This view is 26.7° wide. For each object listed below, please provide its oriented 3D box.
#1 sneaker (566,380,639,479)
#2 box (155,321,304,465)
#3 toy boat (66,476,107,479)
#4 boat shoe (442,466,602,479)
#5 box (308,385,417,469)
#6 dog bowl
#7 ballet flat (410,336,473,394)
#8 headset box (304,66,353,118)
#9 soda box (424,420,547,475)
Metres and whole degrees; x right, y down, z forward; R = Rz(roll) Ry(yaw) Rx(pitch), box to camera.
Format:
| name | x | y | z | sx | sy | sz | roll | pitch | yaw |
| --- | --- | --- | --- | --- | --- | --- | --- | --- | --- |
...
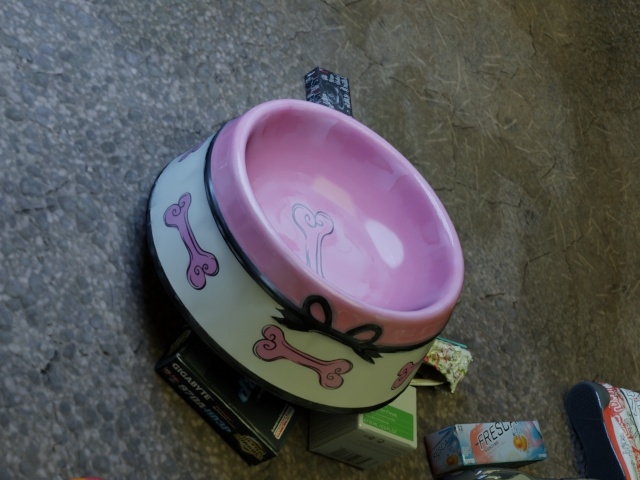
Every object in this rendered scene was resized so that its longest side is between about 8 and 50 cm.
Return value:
| name | x | y | z | sx | sy | sz | roll | pitch | yaw |
| --- | --- | --- | --- | --- | --- | --- | --- | --- | --- |
| sneaker | 0.467 | 0.347 | 2.049 | 0.145 | 0.090 | 0.270 | 12 | 58 | -38 |
| box | -0.082 | 0.137 | 1.649 | 0.175 | 0.051 | 0.220 | 47 | 43 | -14 |
| toy boat | -0.250 | 0.287 | 1.299 | 0.231 | 0.151 | 0.151 | -10 | 50 | -42 |
| boat shoe | 0.299 | 0.388 | 1.852 | 0.324 | 0.122 | 0.120 | 12 | 65 | -31 |
| box | 0.054 | 0.224 | 1.698 | 0.101 | 0.102 | 0.087 | 25 | 51 | -32 |
| dog bowl | 0.000 | 0.000 | 1.644 | 0.408 | 0.150 | 0.408 | 27 | 38 | -23 |
| ballet flat | 0.109 | 0.151 | 1.813 | 0.241 | 0.091 | 0.077 | 21 | 78 | -32 |
| headset box | 0.013 | -0.200 | 1.943 | 0.062 | 0.032 | 0.083 | 15 | 60 | -39 |
| soda box | 0.230 | 0.286 | 1.867 | 0.183 | 0.063 | 0.058 | 4 | 66 | -43 |
